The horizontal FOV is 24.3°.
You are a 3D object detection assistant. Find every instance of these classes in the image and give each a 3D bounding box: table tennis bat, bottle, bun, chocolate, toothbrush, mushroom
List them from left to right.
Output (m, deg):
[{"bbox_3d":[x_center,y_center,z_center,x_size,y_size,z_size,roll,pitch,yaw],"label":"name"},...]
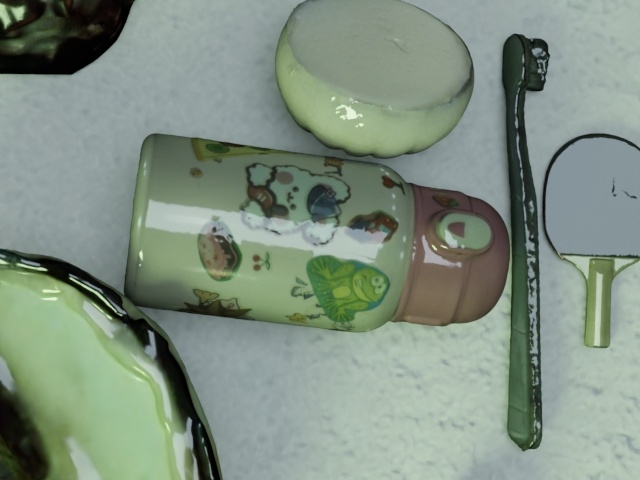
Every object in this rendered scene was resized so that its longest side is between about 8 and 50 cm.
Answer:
[{"bbox_3d":[-0.212,-0.225,0.958,0.224,0.177,0.206,0,85,-9],"label":"chocolate"},{"bbox_3d":[-0.176,0.170,0.958,0.247,0.130,0.344,-24,87,7],"label":"mushroom"},{"bbox_3d":[0.000,0.000,0.992,0.253,0.120,0.120,6,84,-7],"label":"bottle"},{"bbox_3d":[0.031,-0.100,1.018,0.138,0.094,0.138,10,41,-9],"label":"bun"},{"bbox_3d":[0.147,0.000,1.057,0.031,0.030,0.297,2,84,-17],"label":"toothbrush"},{"bbox_3d":[0.202,-0.001,1.072,0.087,0.013,0.156,5,84,-8],"label":"table tennis bat"}]
